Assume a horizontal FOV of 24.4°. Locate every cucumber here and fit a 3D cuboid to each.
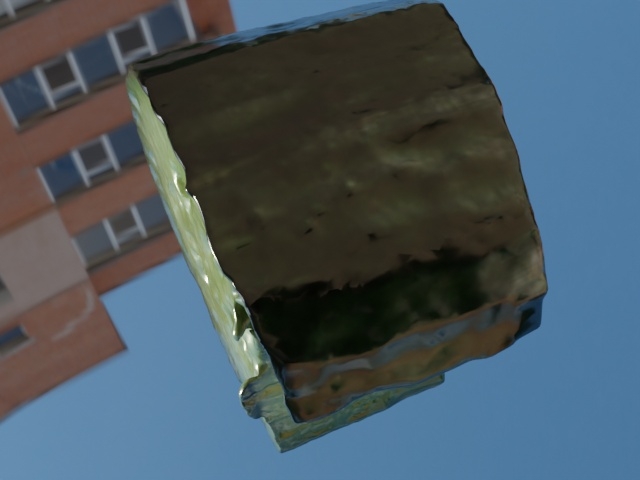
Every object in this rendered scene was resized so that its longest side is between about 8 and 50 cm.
[{"bbox_3d":[-0.003,-0.008,0.630,0.130,0.191,0.191,-13,-122,-13],"label":"cucumber"}]
